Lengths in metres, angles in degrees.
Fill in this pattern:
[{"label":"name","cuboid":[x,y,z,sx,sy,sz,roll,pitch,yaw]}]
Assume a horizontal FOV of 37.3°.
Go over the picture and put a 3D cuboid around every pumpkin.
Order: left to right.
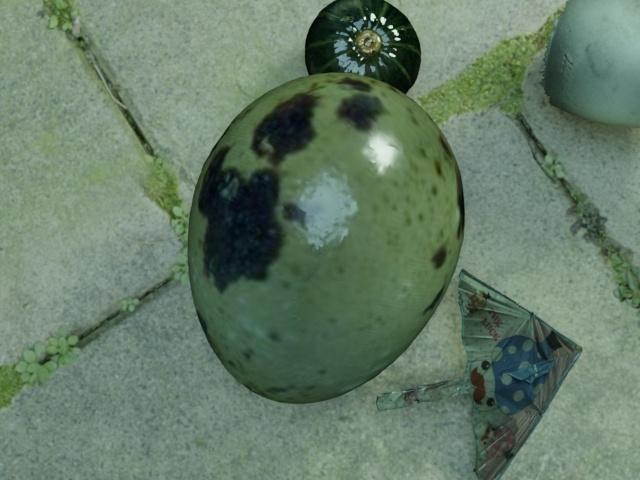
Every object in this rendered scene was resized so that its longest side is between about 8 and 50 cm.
[{"label":"pumpkin","cuboid":[0.060,-0.262,1.330,0.167,0.125,0.167,0,87,5]}]

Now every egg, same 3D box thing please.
[{"label":"egg","cuboid":[0.000,0.000,1.210,0.345,0.345,0.428,23,104,8]}]

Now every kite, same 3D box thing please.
[{"label":"kite","cuboid":[0.221,0.191,1.275,0.314,0.011,0.335,-13,106,-17]}]

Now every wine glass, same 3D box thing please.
[{"label":"wine glass","cuboid":[0.461,-0.219,1.205,0.357,0.190,0.191,20,88,29]}]
